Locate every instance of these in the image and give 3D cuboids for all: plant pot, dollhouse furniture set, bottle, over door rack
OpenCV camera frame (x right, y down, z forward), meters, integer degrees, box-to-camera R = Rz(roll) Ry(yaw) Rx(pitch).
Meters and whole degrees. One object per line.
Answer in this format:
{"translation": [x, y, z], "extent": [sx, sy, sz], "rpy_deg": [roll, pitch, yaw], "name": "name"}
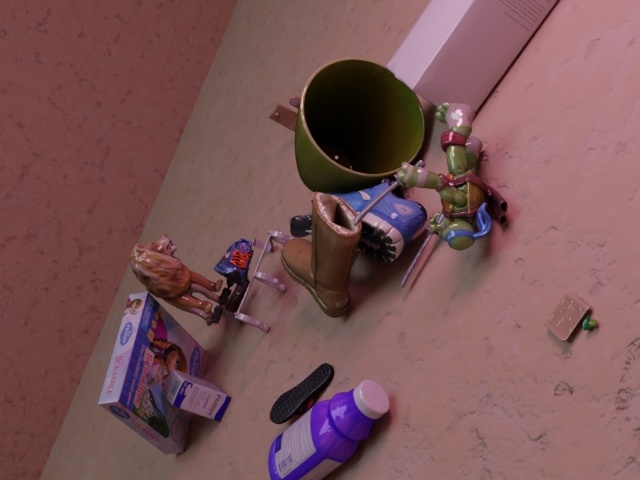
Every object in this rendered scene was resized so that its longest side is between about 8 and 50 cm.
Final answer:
{"translation": [0.050, -0.217, 1.738], "extent": [0.293, 0.275, 0.274], "rpy_deg": [133, 155, -65], "name": "plant pot"}
{"translation": [-0.058, -0.331, 2.188], "extent": [0.144, 0.123, 0.151], "rpy_deg": [-47, 29, 32], "name": "dollhouse furniture set"}
{"translation": [0.013, 0.352, 1.404], "extent": [0.283, 0.092, 0.118], "rpy_deg": [-47, 30, 32], "name": "bottle"}
{"translation": [-0.146, 0.105, 1.977], "extent": [0.239, 0.108, 0.324], "rpy_deg": [-67, 10, -9], "name": "over door rack"}

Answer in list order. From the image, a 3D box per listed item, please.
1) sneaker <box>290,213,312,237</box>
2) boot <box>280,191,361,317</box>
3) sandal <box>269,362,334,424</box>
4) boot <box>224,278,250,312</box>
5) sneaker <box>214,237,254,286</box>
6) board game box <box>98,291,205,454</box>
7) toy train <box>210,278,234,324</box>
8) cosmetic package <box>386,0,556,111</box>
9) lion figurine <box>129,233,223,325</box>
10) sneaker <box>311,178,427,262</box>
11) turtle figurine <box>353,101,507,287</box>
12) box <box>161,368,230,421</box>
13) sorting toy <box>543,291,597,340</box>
{"translation": [0.012, -0.044, 1.834], "extent": [0.178, 0.077, 0.071], "rpy_deg": [6, 104, 43], "name": "sneaker"}
{"translation": [0.000, 0.000, 1.574], "extent": [0.236, 0.089, 0.269], "rpy_deg": [45, 151, 31], "name": "boot"}
{"translation": [-0.033, 0.325, 1.601], "extent": [0.179, 0.040, 0.067], "rpy_deg": [-41, 35, 13], "name": "sandal"}
{"translation": [-0.244, 0.147, 2.196], "extent": [0.114, 0.037, 0.106], "rpy_deg": [-63, 22, 12], "name": "boot"}
{"translation": [-0.206, 0.045, 1.900], "extent": [0.087, 0.083, 0.221], "rpy_deg": [-59, 13, 9], "name": "sneaker"}
{"translation": [-0.433, 0.354, 2.046], "extent": [0.066, 0.318, 0.318], "rpy_deg": [-9, 51, 20], "name": "board game box"}
{"translation": [-0.258, 0.152, 2.067], "extent": [0.036, 0.027, 0.158], "rpy_deg": [137, 156, -74], "name": "toy train"}
{"translation": [0.309, -0.439, 1.528], "extent": [0.365, 0.155, 0.197], "rpy_deg": [-56, 25, 19], "name": "cosmetic package"}
{"translation": [-0.391, 0.128, 2.108], "extent": [0.392, 0.240, 0.142], "rpy_deg": [109, -177, -66], "name": "lion figurine"}
{"translation": [0.103, -0.048, 1.594], "extent": [0.147, 0.129, 0.330], "rpy_deg": [-35, 27, -20], "name": "sneaker"}
{"translation": [0.193, -0.097, 1.373], "extent": [0.275, 0.198, 0.266], "rpy_deg": [-26, 40, 48], "name": "turtle figurine"}
{"translation": [-0.318, 0.393, 1.967], "extent": [0.126, 0.137, 0.072], "rpy_deg": [12, 78, 65], "name": "box"}
{"translation": [0.350, 0.111, 1.072], "extent": [0.062, 0.012, 0.083], "rpy_deg": [-54, 22, 8], "name": "sorting toy"}
